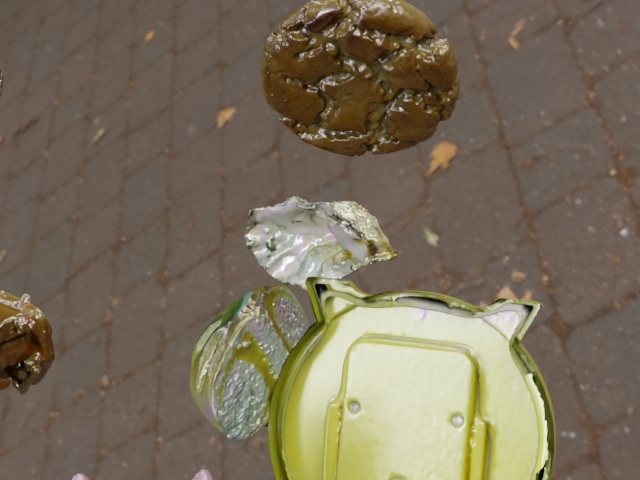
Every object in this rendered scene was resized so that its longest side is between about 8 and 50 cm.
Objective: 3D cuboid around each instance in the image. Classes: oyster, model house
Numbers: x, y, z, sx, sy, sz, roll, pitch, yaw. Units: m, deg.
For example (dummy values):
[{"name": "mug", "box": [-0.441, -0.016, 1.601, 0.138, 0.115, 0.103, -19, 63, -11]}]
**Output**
[{"name": "oyster", "box": [-0.007, -0.007, 1.430, 0.209, 0.133, 0.072, -22, 5, 41]}, {"name": "model house", "box": [-0.580, 0.200, 1.809, 0.229, 0.220, 0.199, -25, 32, -33]}]

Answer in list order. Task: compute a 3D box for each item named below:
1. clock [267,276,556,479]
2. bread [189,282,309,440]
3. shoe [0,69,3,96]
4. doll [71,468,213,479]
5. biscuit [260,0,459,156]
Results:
[{"name": "clock", "box": [0.089, 0.183, 1.064, 0.277, 0.071, 0.294, 12, 91, 16]}, {"name": "bread", "box": [-0.120, 0.172, 1.605, 0.156, 0.158, 0.261, -24, 20, 20]}, {"name": "shoe", "box": [-0.526, -0.241, 1.621, 0.071, 0.143, 0.064, 9, 85, 25]}, {"name": "doll", "box": [-0.150, 0.256, 0.835, 0.211, 0.261, 0.093, -58, 30, 28]}, {"name": "biscuit", "box": [0.041, -0.166, 1.150, 0.225, 0.226, 0.042, -22, 41, 35]}]
